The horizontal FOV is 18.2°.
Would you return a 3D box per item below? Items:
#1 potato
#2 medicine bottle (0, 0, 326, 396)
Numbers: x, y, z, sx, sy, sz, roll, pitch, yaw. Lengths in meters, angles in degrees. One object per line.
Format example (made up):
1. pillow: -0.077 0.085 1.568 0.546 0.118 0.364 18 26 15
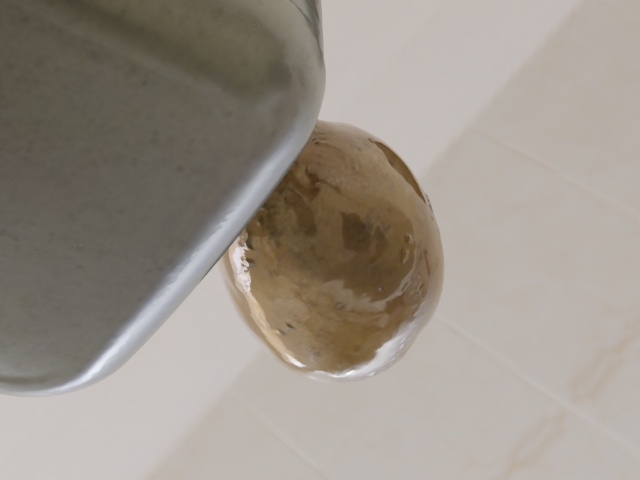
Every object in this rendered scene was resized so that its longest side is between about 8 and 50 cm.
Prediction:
1. potato: -0.001 0.003 0.954 0.112 0.112 0.147 -26 -50 -21
2. medicine bottle: -0.199 -0.086 0.757 0.375 0.123 0.282 24 -50 -22
